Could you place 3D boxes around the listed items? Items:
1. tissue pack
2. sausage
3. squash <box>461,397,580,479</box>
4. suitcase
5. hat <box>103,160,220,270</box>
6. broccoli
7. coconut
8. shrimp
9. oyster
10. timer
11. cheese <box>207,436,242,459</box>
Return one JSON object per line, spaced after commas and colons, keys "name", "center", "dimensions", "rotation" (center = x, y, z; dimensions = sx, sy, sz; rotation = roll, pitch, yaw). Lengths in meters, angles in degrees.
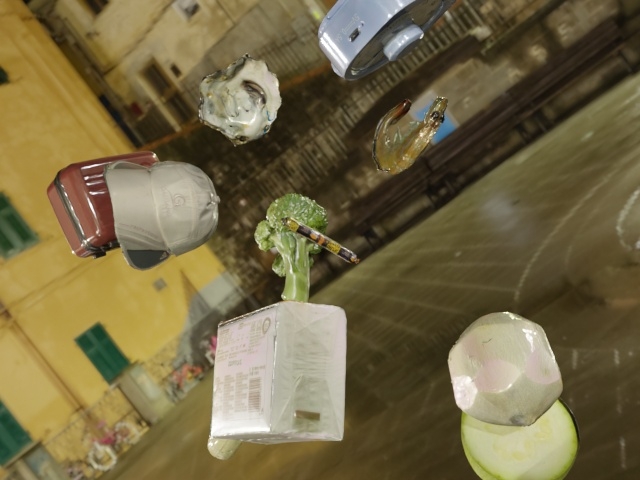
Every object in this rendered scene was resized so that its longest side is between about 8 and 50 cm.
{"name": "tissue pack", "center": [-0.064, 0.196, 1.167], "dimensions": [0.225, 0.124, 0.185], "rotation": [-26, 55, 59]}
{"name": "sausage", "center": [0.000, 0.000, 1.744], "dimensions": [0.025, 0.198, 0.028], "rotation": [-45, 20, 52]}
{"name": "squash", "center": [0.428, 0.417, 1.740], "dimensions": [0.252, 0.252, 0.049], "rotation": [-38, -32, -25]}
{"name": "suitcase", "center": [-0.518, -0.096, 2.047], "dimensions": [0.161, 0.236, 0.297], "rotation": [-30, -6, 41]}
{"name": "hat", "center": [-0.315, -0.073, 1.600], "dimensions": [0.161, 0.232, 0.275], "rotation": [-25, -16, 32]}
{"name": "broccoli", "center": [-0.088, 0.027, 2.100], "dimensions": [0.254, 0.186, 0.302], "rotation": [-138, 64, -85]}
{"name": "coconut", "center": [0.384, 0.283, 1.682], "dimensions": [0.227, 0.227, 0.230], "rotation": [-36, 41, 32]}
{"name": "shrimp", "center": [0.216, -0.280, 2.037], "dimensions": [0.058, 0.173, 0.253], "rotation": [9, -55, -44]}
{"name": "oyster", "center": [-0.188, -0.343, 1.957], "dimensions": [0.223, 0.214, 0.083], "rotation": [-34, 38, 21]}
{"name": "timer", "center": [0.167, -0.550, 2.072], "dimensions": [0.395, 0.173, 0.395], "rotation": [-38, -4, -3]}
{"name": "cheese", "center": [-0.160, 0.361, 1.654], "dimensions": [0.227, 0.064, 0.137], "rotation": [-56, -1, 40]}
